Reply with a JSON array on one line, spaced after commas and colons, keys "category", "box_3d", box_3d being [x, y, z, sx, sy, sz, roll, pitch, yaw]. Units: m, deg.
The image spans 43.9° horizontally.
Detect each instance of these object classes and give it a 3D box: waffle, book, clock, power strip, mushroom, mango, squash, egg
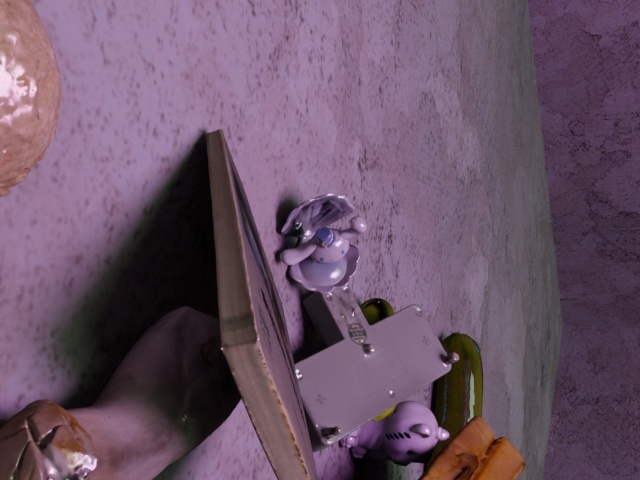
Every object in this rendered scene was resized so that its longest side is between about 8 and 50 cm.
[{"category": "waffle", "box_3d": [0.125, 0.344, 0.954, 0.224, 0.098, 0.327, -55, 160, 16]}, {"category": "book", "box_3d": [-0.045, 0.061, 0.618, 0.283, 0.025, 0.215, -107, 180, -53]}, {"category": "clock", "box_3d": [0.108, 0.245, 1.008, 0.176, 0.117, 0.080, 39, 55, -62]}, {"category": "power strip", "box_3d": [0.039, 0.114, 0.843, 0.215, 0.061, 0.145, -21, 78, -44]}, {"category": "mushroom", "box_3d": [-0.126, 0.119, 0.519, 0.223, 0.081, 0.092, -31, 137, -61]}, {"category": "mango", "box_3d": [0.057, 0.139, 0.951, 0.165, 0.074, 0.091, -84, 163, -45]}, {"category": "squash", "box_3d": [0.222, 0.312, 1.314, 0.087, 0.087, 0.331, 48, 49, -57]}, {"category": "egg", "box_3d": [-0.180, -0.076, 0.360, 0.140, 0.118, 0.116, 57, -4, -38]}]

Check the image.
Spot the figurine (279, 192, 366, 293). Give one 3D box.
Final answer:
[{"category": "figurine", "box_3d": [0.000, 0.000, 0.813, 0.082, 0.094, 0.086, 60, -23, 27]}]
